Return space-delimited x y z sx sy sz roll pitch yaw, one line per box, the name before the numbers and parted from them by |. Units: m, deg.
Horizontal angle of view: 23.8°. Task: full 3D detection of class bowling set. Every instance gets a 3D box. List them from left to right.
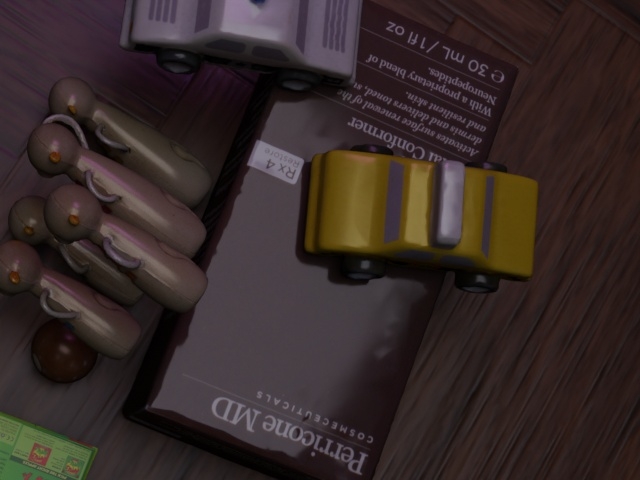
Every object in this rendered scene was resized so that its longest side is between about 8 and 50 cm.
bowling set | -0.197 0.012 1.164 0.154 0.287 0.200 36 102 -15

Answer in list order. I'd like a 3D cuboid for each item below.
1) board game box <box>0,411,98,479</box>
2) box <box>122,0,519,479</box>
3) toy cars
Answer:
board game box | -0.277 0.174 1.188 0.181 0.043 0.092 23 77 -10
box | 0.000 0.000 1.241 0.191 0.143 0.381 23 78 -10
toy cars | 0.018 -0.099 1.146 0.176 0.087 0.393 -43 92 -17
